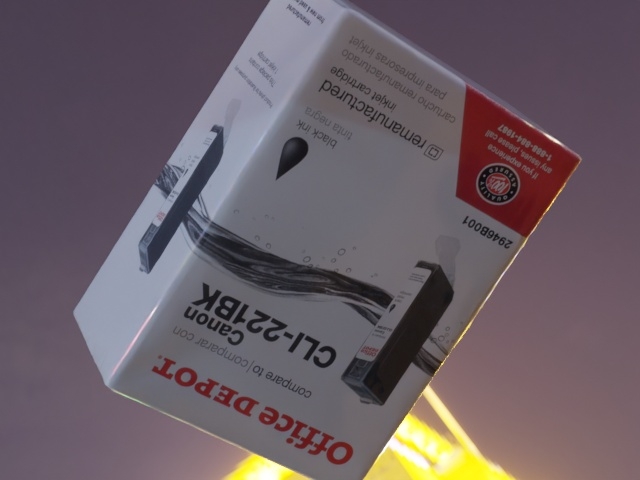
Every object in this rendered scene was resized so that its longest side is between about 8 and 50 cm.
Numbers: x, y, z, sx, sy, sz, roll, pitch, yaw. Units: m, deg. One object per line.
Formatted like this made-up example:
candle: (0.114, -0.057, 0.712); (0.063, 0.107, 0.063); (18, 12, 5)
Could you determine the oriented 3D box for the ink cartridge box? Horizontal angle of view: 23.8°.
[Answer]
ink cartridge box: (0.000, 0.000, 0.970); (0.197, 0.114, 0.273); (28, -79, -27)
